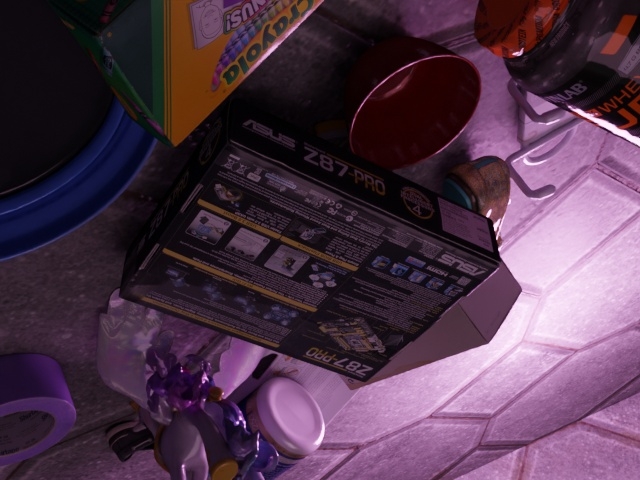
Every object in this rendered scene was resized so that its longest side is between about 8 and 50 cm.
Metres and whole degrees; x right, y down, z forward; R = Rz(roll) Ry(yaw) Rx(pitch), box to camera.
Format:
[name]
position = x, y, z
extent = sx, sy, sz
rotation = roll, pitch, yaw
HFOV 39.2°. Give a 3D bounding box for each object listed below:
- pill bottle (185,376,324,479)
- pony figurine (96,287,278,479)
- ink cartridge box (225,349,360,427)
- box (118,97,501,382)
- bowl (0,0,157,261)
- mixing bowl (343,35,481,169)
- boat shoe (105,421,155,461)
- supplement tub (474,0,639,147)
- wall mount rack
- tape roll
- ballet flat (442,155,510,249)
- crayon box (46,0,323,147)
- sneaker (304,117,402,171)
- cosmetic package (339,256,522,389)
[pill bottle]
position = -0.130, 0.380, 1.663
extent = 0.264, 0.153, 0.153
rotation = -42, 147, 28
[pony figurine]
position = -0.195, 0.256, 1.362
extent = 0.302, 0.363, 0.351
rotation = 4, 120, -33
[ink cartridge box]
position = -0.034, 0.238, 1.685
extent = 0.238, 0.060, 0.275
rotation = 21, 127, -22
[box]
position = -0.017, 0.024, 1.173
extent = 0.394, 0.097, 0.318
rotation = 22, 131, -22
[bowl]
position = -0.350, -0.121, 0.878
extent = 0.391, 0.077, 0.391
rotation = -21, 149, -13
[mixing bowl]
position = 0.098, -0.186, 1.126
extent = 0.181, 0.098, 0.181
rotation = -19, 143, -15
[boat shoe]
position = -0.296, 0.371, 1.652
extent = 0.206, 0.065, 0.075
rotation = 8, 131, -47
[supplement tub]
position = 0.369, -0.238, 1.086
extent = 0.338, 0.207, 0.207
rotation = 22, 128, -19
[wall mount rack]
position = 0.420, -0.209, 1.335
extent = 0.304, 0.130, 0.350
rotation = -29, 150, -6
[tape roll]
position = -0.464, 0.253, 1.328
extent = 0.189, 0.080, 0.189
rotation = -21, 147, -14
[ballet flat]
position = 0.259, -0.017, 1.506
extent = 0.123, 0.123, 0.349
rotation = -22, 147, -12
[crayon box]
position = -0.093, -0.240, 0.823
extent = 0.278, 0.081, 0.165
rotation = -47, 151, -12
[sneaker]
position = 0.082, -0.117, 1.223
extent = 0.225, 0.093, 0.088
rotation = -16, 147, -23
[cosmetic package]
position = 0.155, 0.125, 1.467
extent = 0.309, 0.113, 0.160
rotation = -27, -167, 45
